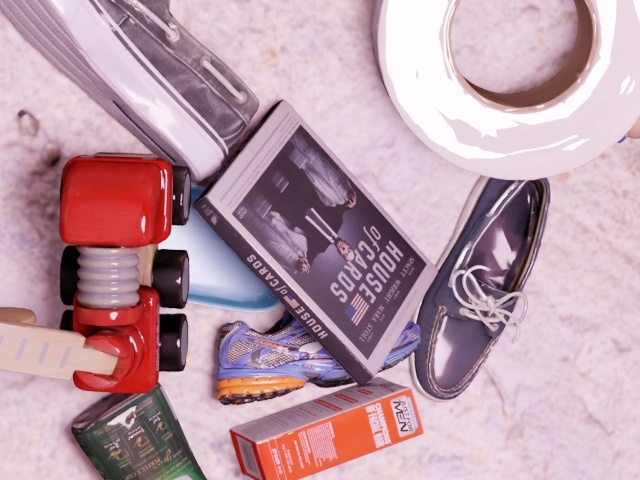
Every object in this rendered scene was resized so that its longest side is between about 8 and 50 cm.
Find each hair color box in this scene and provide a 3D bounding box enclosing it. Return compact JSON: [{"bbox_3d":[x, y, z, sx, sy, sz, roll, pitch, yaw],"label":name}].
[{"bbox_3d":[0.006,0.188,1.951,0.167,0.093,0.053,-19,99,-17],"label":"hair color box"}]

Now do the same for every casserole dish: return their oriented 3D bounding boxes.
[{"bbox_3d":[-0.108,0.006,1.932,0.188,0.037,0.114,10,89,-16],"label":"casserole dish"}]

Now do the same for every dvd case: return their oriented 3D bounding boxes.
[{"bbox_3d":[0.000,0.000,1.921,0.239,0.029,0.179,47,42,-11],"label":"dvd case"}]

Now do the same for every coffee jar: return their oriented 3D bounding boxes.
[{"bbox_3d":[-0.156,0.232,1.904,0.096,0.079,0.184,-31,101,-18],"label":"coffee jar"}]

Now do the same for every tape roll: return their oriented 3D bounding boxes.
[{"bbox_3d":[0.193,-0.207,1.952,0.286,0.100,0.286,0,103,-2],"label":"tape roll"}]

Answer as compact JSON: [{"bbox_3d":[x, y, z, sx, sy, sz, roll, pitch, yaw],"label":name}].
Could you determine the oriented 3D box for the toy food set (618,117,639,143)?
[{"bbox_3d":[0.369,-0.089,2.060,0.104,0.111,0.232,-36,104,-2],"label":"toy food set"}]

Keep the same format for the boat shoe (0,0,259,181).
[{"bbox_3d":[-0.192,-0.204,1.868,0.335,0.121,0.119,48,70,-26],"label":"boat shoe"}]

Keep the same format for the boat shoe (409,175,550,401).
[{"bbox_3d":[0.168,0.045,2.008,0.095,0.079,0.255,28,83,-20],"label":"boat shoe"}]

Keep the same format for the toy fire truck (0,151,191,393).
[{"bbox_3d":[-0.210,0.038,1.769,0.158,0.246,0.217,3,98,3],"label":"toy fire truck"}]

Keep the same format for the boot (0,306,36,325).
[{"bbox_3d":[-0.374,0.198,1.826,0.295,0.104,0.211,-21,104,-12],"label":"boot"}]

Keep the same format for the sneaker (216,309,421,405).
[{"bbox_3d":[-0.001,0.102,1.955,0.221,0.083,0.087,-9,82,-24],"label":"sneaker"}]
